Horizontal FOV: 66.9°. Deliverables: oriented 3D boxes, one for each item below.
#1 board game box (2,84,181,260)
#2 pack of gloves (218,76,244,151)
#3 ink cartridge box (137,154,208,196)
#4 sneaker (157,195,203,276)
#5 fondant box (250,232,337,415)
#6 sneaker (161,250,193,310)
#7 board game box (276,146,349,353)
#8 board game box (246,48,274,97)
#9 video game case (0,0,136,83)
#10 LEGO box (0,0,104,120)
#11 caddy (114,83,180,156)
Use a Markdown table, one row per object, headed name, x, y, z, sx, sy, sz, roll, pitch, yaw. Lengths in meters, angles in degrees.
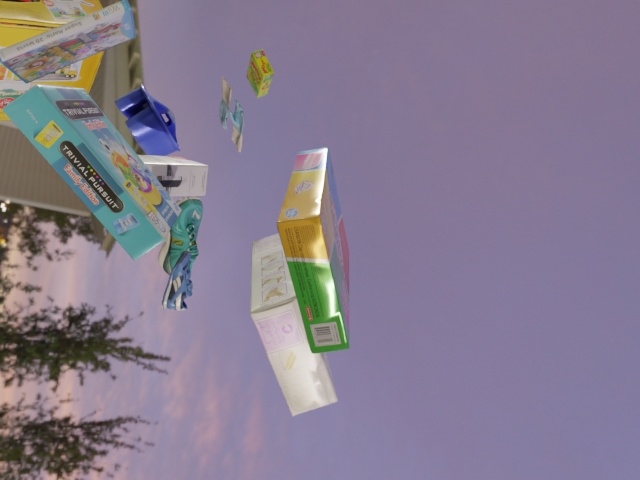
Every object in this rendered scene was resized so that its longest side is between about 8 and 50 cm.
| name | x | y | z | sx | sy | sz | roll | pitch | yaw |
| --- | --- | --- | --- | --- | --- | --- | --- | --- | --- |
| board game box | -0.431 | -0.146 | 0.980 | 0.079 | 0.336 | 0.254 | -34 | -162 | 2 |
| pack of gloves | -0.372 | -0.497 | 1.942 | 0.195 | 0.046 | 0.232 | 54 | -30 | 23 |
| ink cartridge box | -0.554 | -0.222 | 1.648 | 0.197 | 0.273 | 0.114 | 20 | -73 | 38 |
| sneaker | -0.368 | 0.002 | 1.340 | 0.110 | 0.107 | 0.275 | 44 | -51 | 33 |
| fondant box | -0.062 | 0.149 | 0.996 | 0.330 | 0.096 | 0.238 | -111 | -177 | -68 |
| sneaker | -0.311 | 0.093 | 1.090 | 0.053 | 0.059 | 0.144 | -107 | -145 | -75 |
| board game box | 0.000 | 0.000 | 0.852 | 0.316 | 0.064 | 0.242 | -84 | 164 | -61 |
| board game box | -0.216 | -0.588 | 1.717 | 0.092 | 0.043 | 0.181 | 64 | -15 | 0 |
| video game case | -0.326 | -0.260 | 0.640 | 0.015 | 0.166 | 0.119 | 62 | -14 | -13 |
| LEGO box | -0.863 | -0.497 | 1.257 | 0.372 | 0.500 | 0.193 | -39 | -104 | 41 |
| caddy | -0.696 | -0.491 | 2.021 | 0.241 | 0.179 | 0.341 | 60 | -8 | 16 |
